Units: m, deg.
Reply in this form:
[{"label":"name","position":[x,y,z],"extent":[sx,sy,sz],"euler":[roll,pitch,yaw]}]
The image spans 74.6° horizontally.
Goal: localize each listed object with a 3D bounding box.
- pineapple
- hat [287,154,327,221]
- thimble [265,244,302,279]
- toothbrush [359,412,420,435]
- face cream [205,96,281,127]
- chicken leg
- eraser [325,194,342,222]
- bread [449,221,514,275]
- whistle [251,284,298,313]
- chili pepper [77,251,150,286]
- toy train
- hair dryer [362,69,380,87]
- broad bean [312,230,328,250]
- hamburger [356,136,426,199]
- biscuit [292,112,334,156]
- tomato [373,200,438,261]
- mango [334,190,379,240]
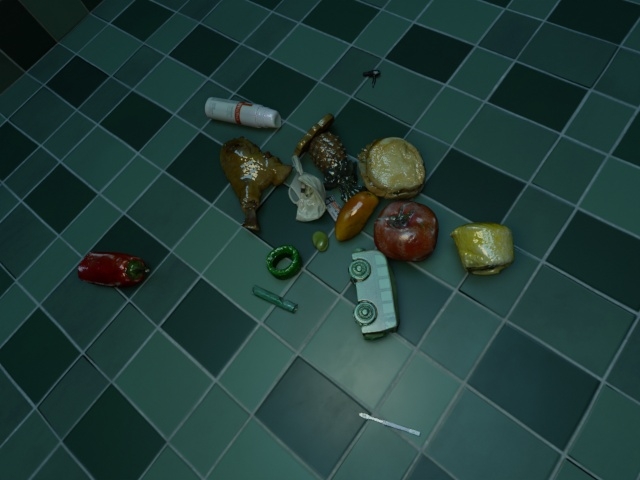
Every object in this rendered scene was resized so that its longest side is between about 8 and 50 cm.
[{"label":"pineapple","position":[0.064,-0.272,1.655],"extent":[0.170,0.141,0.310],"euler":[-29,73,-3]},{"label":"hat","position":[-0.047,-0.210,1.638],"extent":[0.164,0.220,0.226],"euler":[8,50,-2]},{"label":"thimble","position":[-0.136,0.083,1.560],"extent":[0.130,0.090,0.118],"euler":[-10,68,7]},{"label":"toothbrush","position":[0.217,0.579,1.326],"extent":[0.194,0.017,0.014],"euler":[12,69,15]},{"label":"face cream","position":[-0.341,-0.562,1.863],"extent":[0.345,0.102,0.102],"euler":[14,71,17]},{"label":"chicken leg","position":[-0.250,-0.237,1.690],"extent":[0.295,0.182,0.410],"euler":[-5,70,-9]},{"label":"eraser","position":[0.056,-0.118,1.641],"extent":[0.052,0.029,0.122],"euler":[-32,66,-4]},{"label":"bread","position":[0.545,0.022,1.411],"extent":[0.197,0.197,0.171],"euler":[-6,73,8]},{"label":"whistle","position":[-0.172,0.214,1.542],"extent":[0.186,0.039,0.039],"euler":[22,73,19]},{"label":"chili pepper","position":[-0.763,0.116,1.644],"extent":[0.338,0.131,0.135],"euler":[-1,43,15]},{"label":"toy train","position":[0.180,0.174,1.443],"extent":[0.159,0.129,0.327],"euler":[-8,67,3]},{"label":"hair dryer","position":[0.224,-0.716,1.863],"extent":[0.079,0.031,0.083],"euler":[2,76,23]},{"label":"broad bean","position":[0.000,0.000,1.597],"extent":[0.063,0.045,0.083],"euler":[-27,57,11]},{"label":"hamburger","position":[0.263,-0.269,1.586],"extent":[0.286,0.146,0.243],"euler":[31,61,6]},{"label":"biscuit","position":[-0.024,-0.435,1.713],"extent":[0.035,0.184,0.249],"euler":[42,69,0]},{"label":"tomato","position":[0.301,-0.029,1.473],"extent":[0.231,0.189,0.232],"euler":[-11,51,14]},{"label":"mango","position":[0.125,-0.089,1.559],"extent":[0.102,0.141,0.217],"euler":[37,98,13]}]
